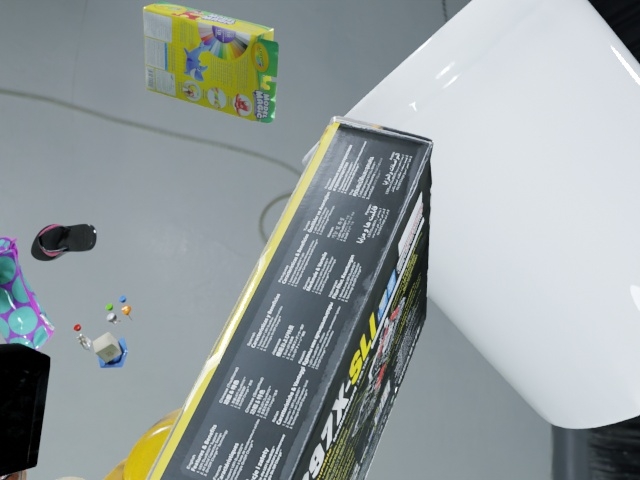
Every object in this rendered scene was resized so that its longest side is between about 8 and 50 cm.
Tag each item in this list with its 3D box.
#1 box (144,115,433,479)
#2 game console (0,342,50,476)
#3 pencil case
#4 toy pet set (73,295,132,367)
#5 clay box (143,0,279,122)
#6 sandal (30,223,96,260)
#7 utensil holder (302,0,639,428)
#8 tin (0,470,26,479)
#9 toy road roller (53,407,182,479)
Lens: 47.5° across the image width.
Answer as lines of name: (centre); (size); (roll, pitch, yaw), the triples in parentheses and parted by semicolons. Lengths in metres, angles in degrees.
box: (-0.008, 0.120, 0.499); (0.079, 0.257, 0.322); (16, 62, 18)
game console: (-0.370, 0.270, 0.664); (0.213, 0.044, 0.361); (-2, 108, -49)
pencil case: (-0.408, 0.073, 0.965); (0.070, 0.064, 0.151); (-13, 114, 8)
toy pet set: (-0.417, 0.193, 1.457); (0.122, 0.114, 0.065); (-32, 133, -2)
clay box: (-0.151, -0.258, 1.055); (0.222, 0.127, 0.053); (19, 35, 18)
sandal: (-0.477, -0.001, 1.320); (0.040, 0.179, 0.067); (4, 80, -54)
utensil holder: (0.227, -0.048, 0.771); (0.385, 0.327, 0.327); (48, 65, -4)
tin: (-0.589, 0.425, 1.222); (0.190, 0.040, 0.106); (-31, 72, -18)
toy road roller: (-0.252, 0.349, 1.009); (0.330, 0.202, 0.240); (7, 85, -1)
